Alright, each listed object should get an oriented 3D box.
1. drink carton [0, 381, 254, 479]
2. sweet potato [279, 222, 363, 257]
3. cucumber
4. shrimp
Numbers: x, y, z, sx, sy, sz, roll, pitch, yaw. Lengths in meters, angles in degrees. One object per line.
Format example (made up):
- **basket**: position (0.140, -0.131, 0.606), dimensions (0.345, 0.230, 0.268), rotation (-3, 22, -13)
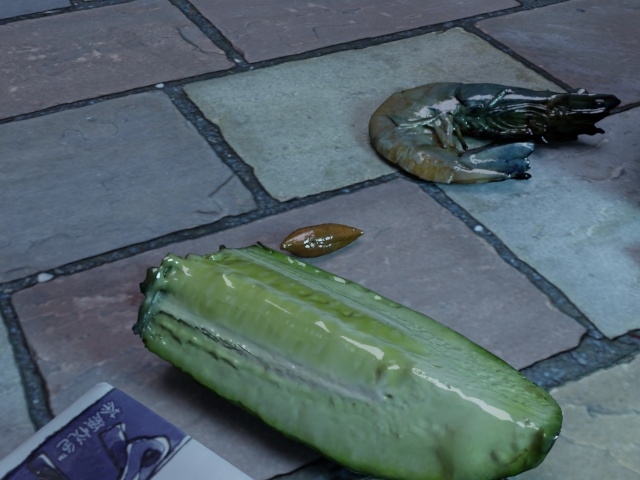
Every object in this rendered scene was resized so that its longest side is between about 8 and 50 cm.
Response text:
- **drink carton**: position (-0.101, 0.203, 0.494), dimensions (0.222, 0.101, 0.134), rotation (25, 42, 28)
- **sweet potato**: position (0.000, 0.000, 0.811), dimensions (0.095, 0.034, 0.034), rotation (-7, 37, -27)
- **cucumber**: position (0.023, 0.102, 0.629), dimensions (0.326, 0.105, 0.145), rotation (21, 16, 24)
- **shrimp**: position (0.197, -0.126, 0.947), dimensions (0.290, 0.075, 0.178), rotation (8, 47, 8)
